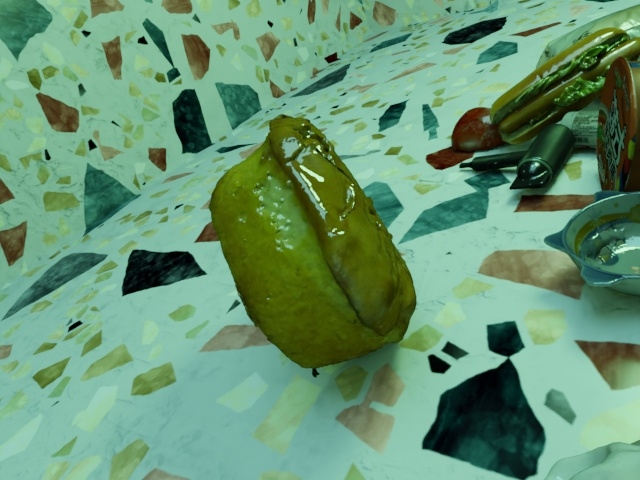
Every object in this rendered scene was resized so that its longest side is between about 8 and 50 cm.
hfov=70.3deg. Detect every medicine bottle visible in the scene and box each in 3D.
[{"bbox_3d":[0.599,-0.237,0.977,0.079,0.079,0.140,-40,34,-26],"label":"medicine bottle"}]

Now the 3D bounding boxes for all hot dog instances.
[{"bbox_3d":[0.552,-0.352,1.030,0.337,0.135,0.100,-33,0,27],"label":"hot dog"}]

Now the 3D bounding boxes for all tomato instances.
[{"bbox_3d":[0.434,-0.310,1.207,0.174,0.082,0.166,3,39,42],"label":"tomato"}]

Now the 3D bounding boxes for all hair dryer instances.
[{"bbox_3d":[0.412,-0.166,1.025,0.248,0.078,0.195,-1,37,51],"label":"hair dryer"}]

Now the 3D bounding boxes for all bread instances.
[{"bbox_3d":[0.000,0.000,0.732,0.215,0.398,0.398,-31,28,11],"label":"bread"}]

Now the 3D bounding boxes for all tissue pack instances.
[{"bbox_3d":[0.781,-0.488,1.155,0.389,0.195,0.376,-12,20,20],"label":"tissue pack"}]

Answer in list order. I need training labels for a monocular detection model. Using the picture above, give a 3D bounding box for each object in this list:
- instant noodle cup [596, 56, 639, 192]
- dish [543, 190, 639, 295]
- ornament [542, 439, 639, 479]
[{"bbox_3d":[0.595,-0.185,0.760,0.192,0.251,0.250,1,37,21],"label":"instant noodle cup"},{"bbox_3d":[0.466,0.012,0.668,0.236,0.086,0.228,-23,29,2],"label":"dish"},{"bbox_3d":[0.232,0.262,0.214,0.336,0.337,0.337,-18,30,11],"label":"ornament"}]
